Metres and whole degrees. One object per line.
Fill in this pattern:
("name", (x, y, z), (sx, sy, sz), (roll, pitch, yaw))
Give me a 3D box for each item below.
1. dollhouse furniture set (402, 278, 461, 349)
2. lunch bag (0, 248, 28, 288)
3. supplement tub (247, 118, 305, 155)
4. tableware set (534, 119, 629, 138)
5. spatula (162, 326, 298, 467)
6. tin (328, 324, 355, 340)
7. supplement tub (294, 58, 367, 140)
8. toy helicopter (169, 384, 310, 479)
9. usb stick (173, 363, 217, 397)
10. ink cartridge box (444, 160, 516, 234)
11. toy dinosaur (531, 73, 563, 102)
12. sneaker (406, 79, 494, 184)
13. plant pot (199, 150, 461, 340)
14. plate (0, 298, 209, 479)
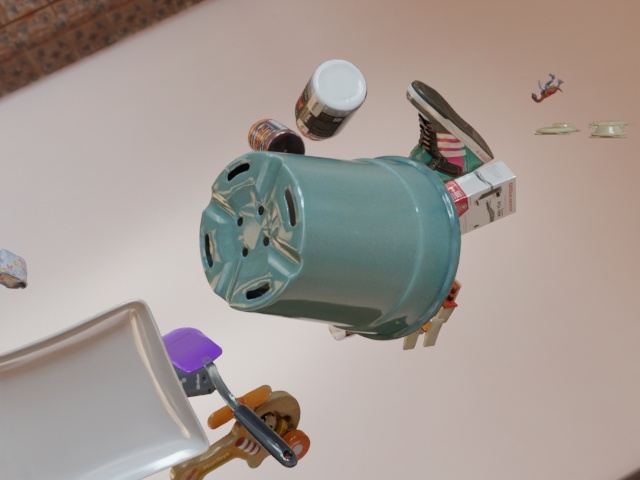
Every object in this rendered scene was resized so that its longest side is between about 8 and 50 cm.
("dollhouse furniture set", (0.265, 0.168, 2.277), (0.262, 0.259, 0.135), (46, -52, 44))
("lunch bag", (-0.713, 0.071, 1.842), (0.083, 0.053, 0.071), (34, 32, -48))
("supplement tub", (-0.117, -0.242, 1.984), (0.198, 0.106, 0.106), (41, -22, 60))
("tableware set", (0.439, -0.185, 1.337), (0.168, 0.141, 0.020), (-29, 117, -64))
("spatula", (-0.138, 0.236, 1.221), (0.296, 0.084, 0.030), (44, -44, 19))
("tin", (0.039, 0.147, 1.623), (0.190, 0.040, 0.106), (125, -50, -74))
("supplement tub", (0.014, -0.280, 1.642), (0.117, 0.117, 0.190), (62, -22, 7))
("toy helicopter", (-0.204, 0.478, 1.929), (0.140, 0.355, 0.235), (38, -32, 46))
("usb stick", (-0.351, 0.305, 1.691), (0.045, 0.278, 0.077), (-26, -110, 60))
("ink cartridge box", (0.302, -0.079, 1.525), (0.099, 0.135, 0.056), (74, -10, -45))
("toy dinosaur", (0.500, -0.332, 1.780), (0.082, 0.047, 0.090), (-60, -176, 41))
("sneaker", (0.252, -0.231, 1.864), (0.295, 0.178, 0.124), (37, 27, -33))
("plant pot", (0.000, 0.000, 1.349), (0.334, 0.341, 0.341), (6, 44, -45))
("plate", (-0.322, 0.228, 1.079), (0.045, 0.278, 0.277), (-126, -163, -59))
